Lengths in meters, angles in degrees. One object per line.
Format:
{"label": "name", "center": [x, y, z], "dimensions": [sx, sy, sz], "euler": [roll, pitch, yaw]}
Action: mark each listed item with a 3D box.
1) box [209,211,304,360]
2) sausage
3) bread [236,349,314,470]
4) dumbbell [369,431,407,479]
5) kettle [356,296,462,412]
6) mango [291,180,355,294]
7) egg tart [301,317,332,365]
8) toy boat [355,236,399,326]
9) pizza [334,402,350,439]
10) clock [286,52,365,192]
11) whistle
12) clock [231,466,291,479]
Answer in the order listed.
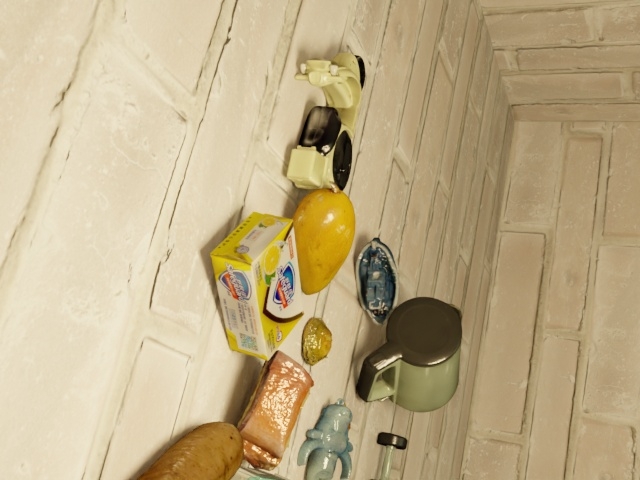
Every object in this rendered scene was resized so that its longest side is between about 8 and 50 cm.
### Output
{"label": "box", "center": [-0.124, 0.094, 1.510], "dimensions": [0.168, 0.097, 0.265], "euler": [-48, 144, -45]}
{"label": "sausage", "center": [-0.284, 0.466, 1.258], "dimensions": [0.501, 0.123, 0.136], "euler": [-40, 158, -57]}
{"label": "bread", "center": [-0.107, 0.374, 1.580], "dimensions": [0.190, 0.123, 0.244], "euler": [115, 0, -73]}
{"label": "dumbbell", "center": [0.220, 0.734, 2.399], "dimensions": [0.100, 0.100, 0.191], "euler": [49, 51, -57]}
{"label": "kettle", "center": [0.266, 0.374, 2.244], "dimensions": [0.361, 0.250, 0.377], "euler": [-27, 150, -11]}
{"label": "mango", "center": [0.000, 0.000, 1.749], "dimensions": [0.176, 0.119, 0.317], "euler": [-21, 133, -33]}
{"label": "egg tart", "center": [-0.004, 0.263, 1.898], "dimensions": [0.130, 0.052, 0.131], "euler": [2, 90, -67]}
{"label": "toy boat", "center": [0.167, 0.125, 2.140], "dimensions": [0.142, 0.129, 0.309], "euler": [-73, 160, -56]}
{"label": "pizza", "center": [0.051, 0.552, 2.070], "dimensions": [0.134, 0.046, 0.175], "euler": [-37, 127, -58]}
{"label": "clock", "center": [0.023, -0.301, 1.790], "dimensions": [0.276, 0.120, 0.379], "euler": [21, 75, -67]}
{"label": "whistle", "center": [0.019, 0.552, 1.951], "dimensions": [0.180, 0.093, 0.269], "euler": [30, 65, -37]}
{"label": "clock", "center": [-0.164, 0.595, 1.535], "dimensions": [0.231, 0.116, 0.262], "euler": [-66, 152, -11]}
